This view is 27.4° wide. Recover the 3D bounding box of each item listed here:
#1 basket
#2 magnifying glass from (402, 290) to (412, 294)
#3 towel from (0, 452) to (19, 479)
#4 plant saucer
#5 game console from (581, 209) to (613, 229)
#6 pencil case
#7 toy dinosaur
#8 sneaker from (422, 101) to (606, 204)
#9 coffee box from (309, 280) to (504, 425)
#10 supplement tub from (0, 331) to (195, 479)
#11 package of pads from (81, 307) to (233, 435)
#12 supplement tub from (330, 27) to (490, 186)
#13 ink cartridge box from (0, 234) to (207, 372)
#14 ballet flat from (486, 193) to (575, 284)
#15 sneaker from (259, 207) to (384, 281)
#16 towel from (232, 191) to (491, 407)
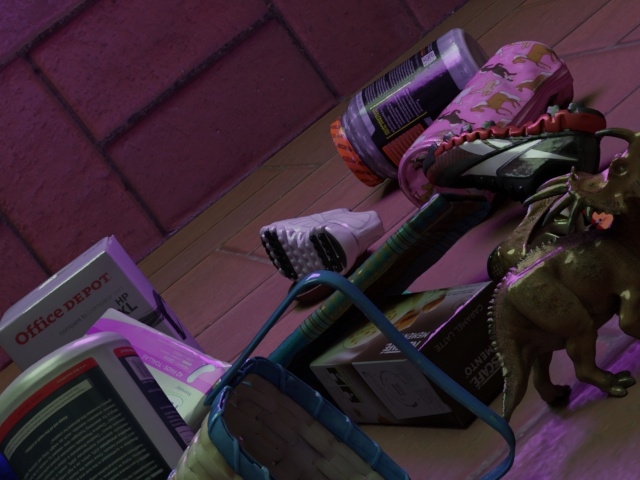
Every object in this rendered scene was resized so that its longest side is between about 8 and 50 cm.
[{"bbox_3d":[-0.001,0.197,1.216,0.289,0.255,0.201,-44,6,24],"label":"basket"},{"bbox_3d":[0.064,0.112,1.901,0.092,0.026,0.231,-43,13,-25],"label":"magnifying glass"},{"bbox_3d":[-0.474,0.348,2.226,0.227,0.076,0.308,-20,4,-38],"label":"towel"},{"bbox_3d":[0.018,0.054,2.243,0.168,0.029,0.168,-35,13,9],"label":"plant saucer"},{"bbox_3d":[0.396,-0.047,1.592,0.144,0.085,0.124,-36,43,5],"label":"game console"},{"bbox_3d":[0.274,-0.181,2.108,0.386,0.167,0.160,-49,-24,-45],"label":"pencil case"},{"bbox_3d":[0.240,0.037,1.266,0.295,0.200,0.127,-40,12,-11],"label":"toy dinosaur"},{"bbox_3d":[0.268,-0.100,1.838,0.276,0.135,0.097,-11,-20,28],"label":"sneaker"},{"bbox_3d":[0.113,0.133,1.502,0.141,0.098,0.246,-42,12,-24],"label":"coffee box"},{"bbox_3d":[-0.231,0.258,1.480,0.191,0.272,0.191,-35,-13,-9],"label":"supplement tub"},{"bbox_3d":[-0.255,0.234,1.747,0.296,0.101,0.229,18,59,43],"label":"package of pads"},{"bbox_3d":[0.188,-0.246,2.506,0.316,0.194,0.193,-32,13,19],"label":"supplement tub"},{"bbox_3d":[-0.323,0.183,2.041,0.223,0.307,0.129,-37,12,2],"label":"ink cartridge box"},{"bbox_3d":[0.285,-0.007,1.671,0.067,0.073,0.206,8,42,34],"label":"ballet flat"},{"bbox_3d":[0.000,0.000,2.215,0.118,0.110,0.292,-35,18,-28],"label":"sneaker"},{"bbox_3d":[0.059,0.076,1.674,0.370,0.040,0.271,-45,-11,15],"label":"towel"}]
